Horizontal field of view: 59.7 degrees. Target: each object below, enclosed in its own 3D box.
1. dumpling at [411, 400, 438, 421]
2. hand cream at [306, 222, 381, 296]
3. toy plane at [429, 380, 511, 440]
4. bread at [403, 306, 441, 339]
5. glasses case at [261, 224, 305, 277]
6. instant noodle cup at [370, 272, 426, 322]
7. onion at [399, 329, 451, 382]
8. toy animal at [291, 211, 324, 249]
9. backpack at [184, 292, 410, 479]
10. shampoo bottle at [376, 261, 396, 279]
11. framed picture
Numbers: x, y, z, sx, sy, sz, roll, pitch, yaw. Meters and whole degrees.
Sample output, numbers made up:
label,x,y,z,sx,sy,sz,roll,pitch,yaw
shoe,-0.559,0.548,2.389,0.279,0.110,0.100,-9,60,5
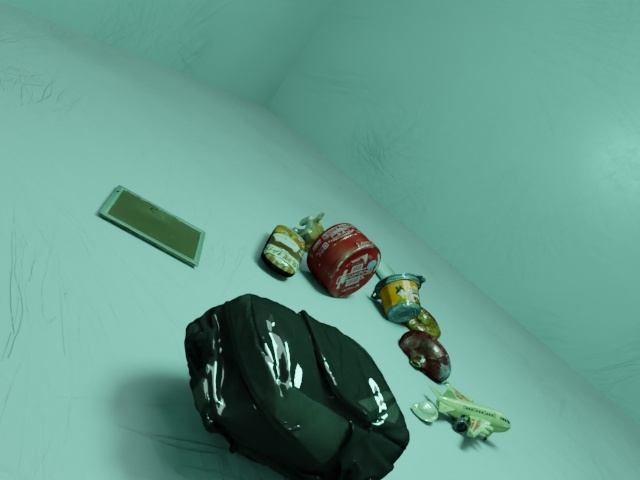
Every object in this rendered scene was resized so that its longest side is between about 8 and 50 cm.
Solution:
label,x,y,z,sx,sy,sz,roll,pitch,yaw
dumpling,0.291,0.471,1.529,0.077,0.043,0.059,36,31,-33
hand cream,0.076,0.063,1.871,0.230,0.230,0.149,14,27,-53
toy plane,0.438,0.506,1.623,0.256,0.104,0.242,33,14,-13
bread,0.377,0.306,2.115,0.193,0.064,0.193,32,20,-13
glasses case,-0.117,0.030,1.815,0.122,0.082,0.321,37,16,-8
instant noodle cup,0.289,0.215,2.012,0.177,0.208,0.125,29,39,-37
onion,0.352,0.366,1.835,0.206,0.098,0.151,45,17,23
toy animal,0.010,-0.011,2.037,0.185,0.184,0.104,38,40,-23
backpack,-0.054,0.273,1.003,0.445,0.255,0.363,42,11,-36
shampoo bottle,0.302,0.171,2.342,0.108,0.051,0.221,27,19,-37
framed picture,-0.434,-0.041,1.475,0.273,0.016,0.216,31,18,-17
